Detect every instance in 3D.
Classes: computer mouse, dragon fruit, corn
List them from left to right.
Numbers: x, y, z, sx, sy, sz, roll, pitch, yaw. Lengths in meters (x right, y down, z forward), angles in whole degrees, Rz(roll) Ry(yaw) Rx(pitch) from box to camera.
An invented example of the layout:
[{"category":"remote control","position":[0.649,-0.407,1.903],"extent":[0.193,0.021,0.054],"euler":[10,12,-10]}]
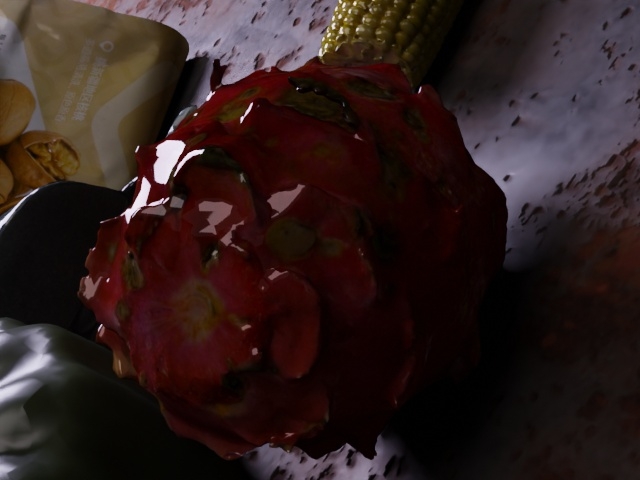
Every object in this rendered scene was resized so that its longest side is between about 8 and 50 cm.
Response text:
[{"category":"computer mouse","position":[-0.196,0.062,0.966],"extent":[0.379,0.167,0.090],"euler":[-50,50,10]},{"category":"dragon fruit","position":[0.000,0.000,0.748],"extent":[0.205,0.210,0.268],"euler":[-48,7,38]},{"category":"corn","position":[0.074,-0.206,0.965],"extent":[0.081,0.081,0.248],"euler":[-6,52,50]}]

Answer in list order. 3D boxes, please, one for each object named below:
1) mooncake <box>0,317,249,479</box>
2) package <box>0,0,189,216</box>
[{"category":"mooncake","position":[-0.197,0.211,0.784],"extent":[0.351,0.187,0.351],"euler":[-35,32,26]},{"category":"package","position":[-0.260,-0.046,1.198],"extent":[0.165,0.221,0.311],"euler":[103,-179,-58]}]
